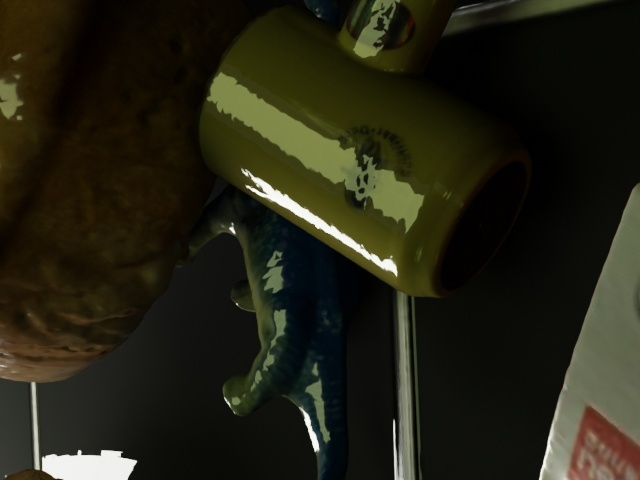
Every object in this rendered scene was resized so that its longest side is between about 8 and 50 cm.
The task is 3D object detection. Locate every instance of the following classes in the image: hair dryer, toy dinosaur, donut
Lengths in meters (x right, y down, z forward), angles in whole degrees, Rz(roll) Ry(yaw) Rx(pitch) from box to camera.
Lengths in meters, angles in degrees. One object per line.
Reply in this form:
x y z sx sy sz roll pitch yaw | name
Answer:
0.058 -0.121 0.521 0.135 0.090 0.279 33 109 26 | hair dryer
0.000 0.000 0.628 0.188 0.075 0.248 -53 45 37 | toy dinosaur
-0.164 -0.053 0.714 0.299 0.150 0.317 -63 22 9 | donut

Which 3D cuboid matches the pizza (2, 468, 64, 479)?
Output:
-0.188 0.428 0.886 0.406 0.130 0.440 37 114 36 | pizza

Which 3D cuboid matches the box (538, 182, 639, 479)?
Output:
0.167 0.072 0.372 0.182 0.099 0.133 43 127 45 | box
